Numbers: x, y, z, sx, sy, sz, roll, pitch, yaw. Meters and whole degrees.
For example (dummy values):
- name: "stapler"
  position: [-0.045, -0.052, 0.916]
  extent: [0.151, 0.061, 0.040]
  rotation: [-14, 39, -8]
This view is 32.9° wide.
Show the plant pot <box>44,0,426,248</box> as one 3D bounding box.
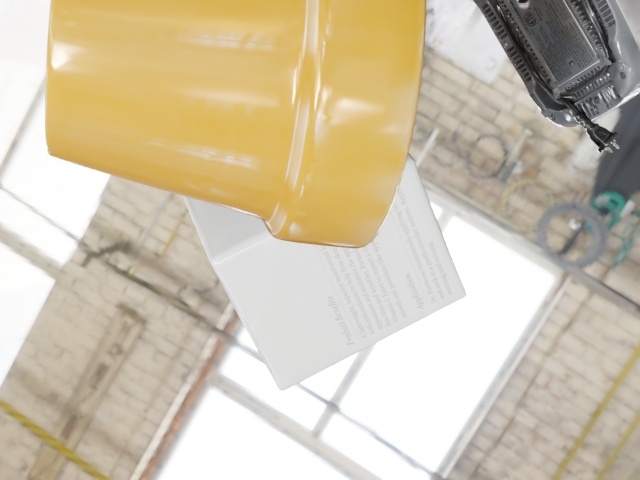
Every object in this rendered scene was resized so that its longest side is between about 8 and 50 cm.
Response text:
- name: "plant pot"
  position: [-0.058, -0.105, 0.626]
  extent: [0.188, 0.205, 0.205]
  rotation: [5, -163, -11]

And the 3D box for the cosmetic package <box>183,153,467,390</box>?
- name: "cosmetic package"
  position: [0.000, 0.000, 0.942]
  extent: [0.151, 0.184, 0.151]
  rotation: [66, 177, -32]

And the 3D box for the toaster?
- name: "toaster"
  position: [0.232, -0.200, 0.902]
  extent: [0.227, 0.146, 0.129]
  rotation: [59, 150, 2]
